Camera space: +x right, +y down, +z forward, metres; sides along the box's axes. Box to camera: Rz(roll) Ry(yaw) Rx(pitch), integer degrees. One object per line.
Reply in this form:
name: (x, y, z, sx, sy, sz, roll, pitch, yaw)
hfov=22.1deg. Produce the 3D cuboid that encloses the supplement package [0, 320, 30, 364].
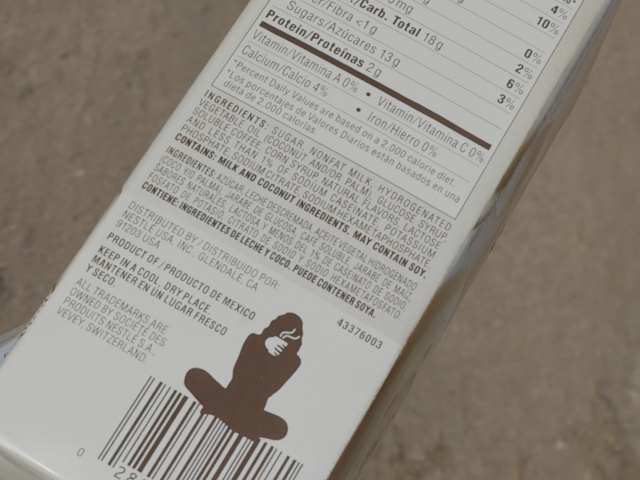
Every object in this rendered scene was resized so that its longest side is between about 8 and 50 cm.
supplement package: (-0.274, 0.145, 1.396, 0.105, 0.105, 0.179, 62, 32, -7)

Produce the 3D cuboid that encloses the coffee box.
coffee box: (0.000, 0.000, 0.535, 0.098, 0.141, 0.246, 29, 68, 7)
